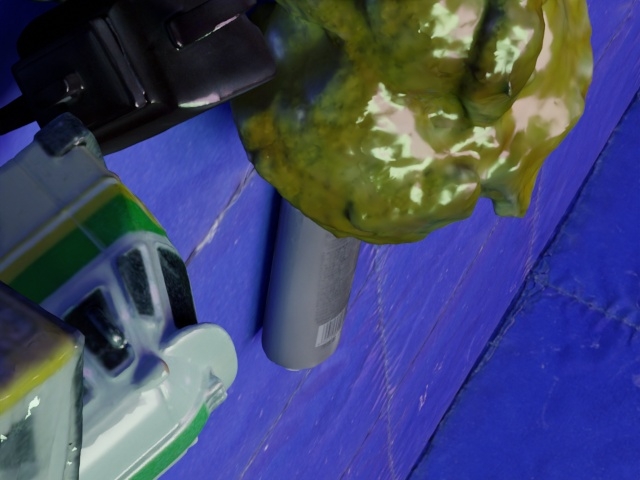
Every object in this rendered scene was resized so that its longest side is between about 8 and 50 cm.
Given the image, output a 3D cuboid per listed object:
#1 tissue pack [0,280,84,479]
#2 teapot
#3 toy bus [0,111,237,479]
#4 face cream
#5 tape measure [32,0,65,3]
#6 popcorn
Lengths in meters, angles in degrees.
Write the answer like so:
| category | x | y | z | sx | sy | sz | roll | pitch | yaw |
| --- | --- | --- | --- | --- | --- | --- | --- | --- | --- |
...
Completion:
| category | x | y | z | sx | sy | sz | roll | pitch | yaw |
| --- | --- | --- | --- | --- | --- | --- | --- | --- | --- |
| tissue pack | -0.195 | 0.042 | 0.439 | 0.081 | 0.257 | 0.185 | -45 | 158 | -41 |
| teapot | -0.105 | -0.089 | 0.728 | 0.177 | 0.087 | 0.096 | -18 | -169 | 41 |
| toy bus | -0.172 | 0.089 | 0.679 | 0.276 | 0.165 | 0.133 | -40 | 160 | -14 |
| face cream | 0.000 | 0.000 | 1.295 | 0.107 | 0.073 | 0.269 | -54 | 163 | -43 |
| tape measure | -0.115 | -0.181 | 0.630 | 0.154 | 0.087 | 0.177 | -55 | 160 | -23 |
| popcorn | 0.053 | -0.129 | 0.995 | 0.276 | 0.225 | 0.276 | -40 | 149 | -30 |
